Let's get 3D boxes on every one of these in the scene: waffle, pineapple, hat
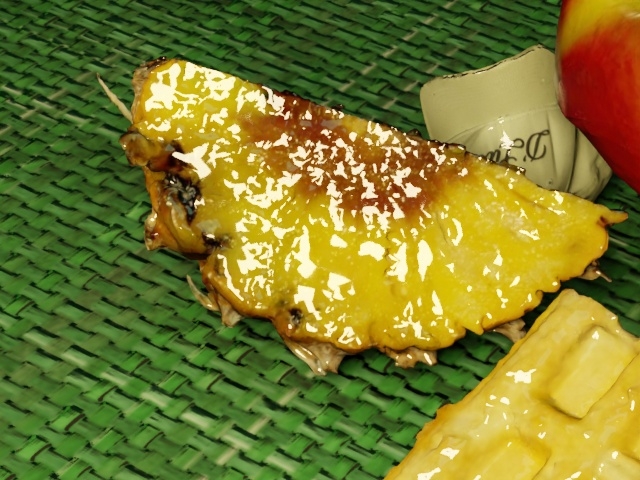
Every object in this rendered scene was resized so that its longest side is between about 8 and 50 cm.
[{"bbox_3d":[0.175,0.154,0.936,0.274,0.057,0.168,34,77,35],"label":"waffle"},{"bbox_3d":[0.000,0.000,1.133,0.334,0.161,0.158,17,-3,-6],"label":"pineapple"},{"bbox_3d":[0.139,-0.064,1.199,0.122,0.166,0.081,-18,48,3],"label":"hat"}]

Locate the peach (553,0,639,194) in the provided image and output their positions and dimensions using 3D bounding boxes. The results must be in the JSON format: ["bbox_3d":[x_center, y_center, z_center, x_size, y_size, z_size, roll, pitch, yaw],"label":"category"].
[{"bbox_3d":[0.314,-0.111,1.154,0.338,0.281,0.281,22,25,-36],"label":"peach"}]
